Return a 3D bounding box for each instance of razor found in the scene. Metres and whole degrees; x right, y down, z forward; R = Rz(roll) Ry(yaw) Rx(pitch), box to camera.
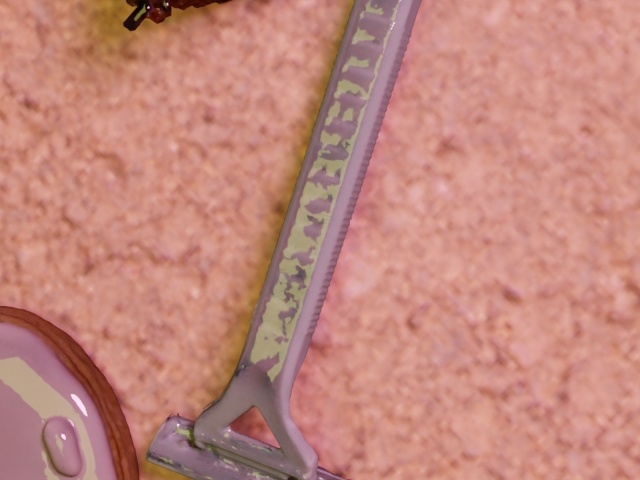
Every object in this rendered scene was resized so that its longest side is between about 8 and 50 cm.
[{"bbox_3d":[-0.003,0.000,0.771,0.111,0.056,0.277,19,100,17],"label":"razor"}]

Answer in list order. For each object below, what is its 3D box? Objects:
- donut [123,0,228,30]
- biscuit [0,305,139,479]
[{"bbox_3d":[0.006,-0.191,0.737,0.217,0.085,0.141,-13,91,17],"label":"donut"},{"bbox_3d":[-0.187,0.135,0.847,0.181,0.049,0.208,-9,90,19],"label":"biscuit"}]
